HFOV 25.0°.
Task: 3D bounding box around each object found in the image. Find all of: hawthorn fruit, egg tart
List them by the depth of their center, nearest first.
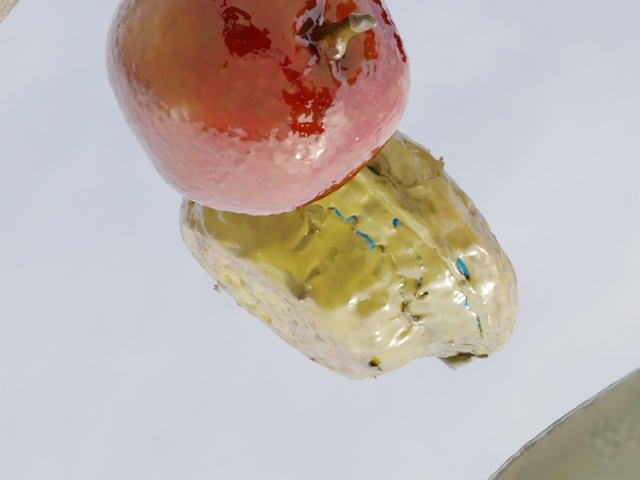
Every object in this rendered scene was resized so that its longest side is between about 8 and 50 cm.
[{"bbox_3d":[-0.024,-0.112,0.877,0.225,0.197,0.196,-3,-120,65],"label":"hawthorn fruit"},{"bbox_3d":[0.000,0.000,1.307,0.388,0.388,0.169,32,-109,32],"label":"egg tart"}]

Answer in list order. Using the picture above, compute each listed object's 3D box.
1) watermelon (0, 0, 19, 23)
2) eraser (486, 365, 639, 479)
[{"bbox_3d":[-0.172,-0.159,0.471,0.193,0.232,0.310,-39,-123,56],"label":"watermelon"},{"bbox_3d":[0.129,0.102,0.531,0.189,0.290,0.104,-30,-102,4],"label":"eraser"}]
